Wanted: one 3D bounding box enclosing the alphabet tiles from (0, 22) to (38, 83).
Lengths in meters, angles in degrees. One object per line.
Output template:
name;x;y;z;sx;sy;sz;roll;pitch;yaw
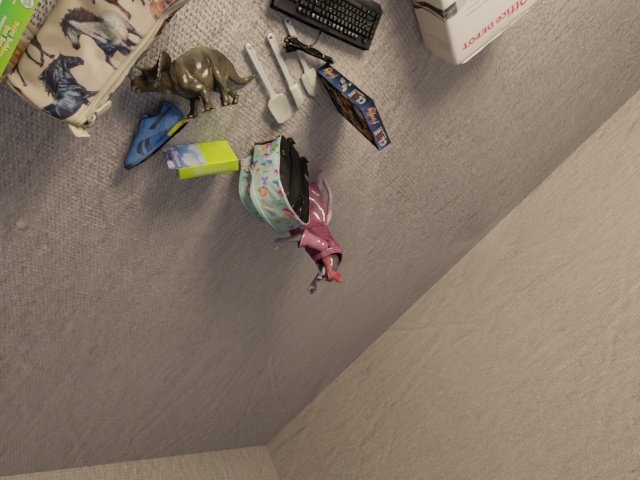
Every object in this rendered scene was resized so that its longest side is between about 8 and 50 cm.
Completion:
alphabet tiles;-0.653;-0.349;0.724;0.237;0.009;0.198;-52;153;-6

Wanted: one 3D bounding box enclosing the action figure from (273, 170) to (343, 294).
action figure;0.000;0.000;1.357;0.275;0.370;0.248;-33;141;0

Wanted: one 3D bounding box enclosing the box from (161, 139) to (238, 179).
box;-0.322;-0.217;1.105;0.178;0.109;0.042;-14;139;-25

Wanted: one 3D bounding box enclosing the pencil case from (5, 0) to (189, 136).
pencil case;-0.404;-0.403;0.798;0.183;0.160;0.410;44;100;-10

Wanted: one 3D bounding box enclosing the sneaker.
sneaker;-0.428;-0.262;1.029;0.209;0.069;0.082;-37;110;15

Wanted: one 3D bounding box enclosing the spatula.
spatula;-0.095;-0.447;1.104;0.168;0.019;0.242;-36;142;-4

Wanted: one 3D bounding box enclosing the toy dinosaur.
toy dinosaur;-0.270;-0.383;0.959;0.313;0.121;0.160;-30;110;-28

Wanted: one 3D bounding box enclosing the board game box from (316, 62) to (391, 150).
board game box;0.091;-0.371;1.144;0.042;0.243;0.165;-38;142;3

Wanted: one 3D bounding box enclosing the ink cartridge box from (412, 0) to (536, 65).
ink cartridge box;0.380;-0.716;1.065;0.285;0.166;0.395;-38;141;3

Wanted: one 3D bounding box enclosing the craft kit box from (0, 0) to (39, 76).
craft kit box;-0.633;-0.374;0.660;0.250;0.061;0.246;-58;150;6

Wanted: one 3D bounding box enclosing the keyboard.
keyboard;0.014;-0.556;1.058;0.317;0.033;0.201;3;124;-38

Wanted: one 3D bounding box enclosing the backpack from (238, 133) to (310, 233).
backpack;-0.126;-0.150;1.210;0.191;0.253;0.225;-20;145;13
